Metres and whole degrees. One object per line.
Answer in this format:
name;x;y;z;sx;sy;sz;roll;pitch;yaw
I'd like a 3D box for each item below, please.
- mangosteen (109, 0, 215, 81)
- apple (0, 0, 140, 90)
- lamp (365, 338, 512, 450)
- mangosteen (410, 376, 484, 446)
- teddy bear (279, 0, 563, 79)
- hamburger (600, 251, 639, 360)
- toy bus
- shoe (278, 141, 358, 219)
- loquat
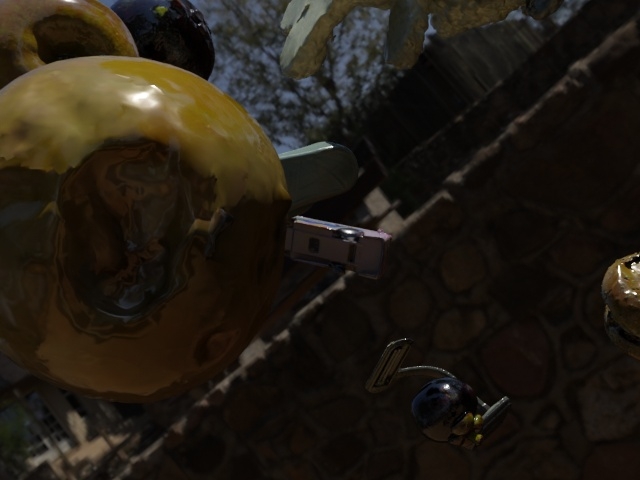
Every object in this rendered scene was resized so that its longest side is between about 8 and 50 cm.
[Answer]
mangosteen;-0.383;-0.432;1.884;0.288;0.288;0.288;-39;-7;-6
apple;-0.377;-0.233;1.186;0.264;0.264;0.264;-39;-7;-6
lamp;0.252;0.293;1.688;0.124;0.283;0.203;-52;-17;-32
mangosteen;0.247;0.329;1.548;0.137;0.151;0.137;-31;-34;-25
teddy bear;0.170;-0.392;1.420;0.375;0.362;0.327;-51;27;38
hamburger;0.508;0.092;1.205;0.177;0.185;0.113;-40;-45;-40
toy bus;0.000;0.001;1.555;0.112;0.274;0.090;-22;-58;-68
shoe;-0.065;-0.075;1.263;0.251;0.103;0.100;-21;1;-9
loquat;-0.133;-0.010;0.558;0.244;0.244;0.244;-39;-7;-6
